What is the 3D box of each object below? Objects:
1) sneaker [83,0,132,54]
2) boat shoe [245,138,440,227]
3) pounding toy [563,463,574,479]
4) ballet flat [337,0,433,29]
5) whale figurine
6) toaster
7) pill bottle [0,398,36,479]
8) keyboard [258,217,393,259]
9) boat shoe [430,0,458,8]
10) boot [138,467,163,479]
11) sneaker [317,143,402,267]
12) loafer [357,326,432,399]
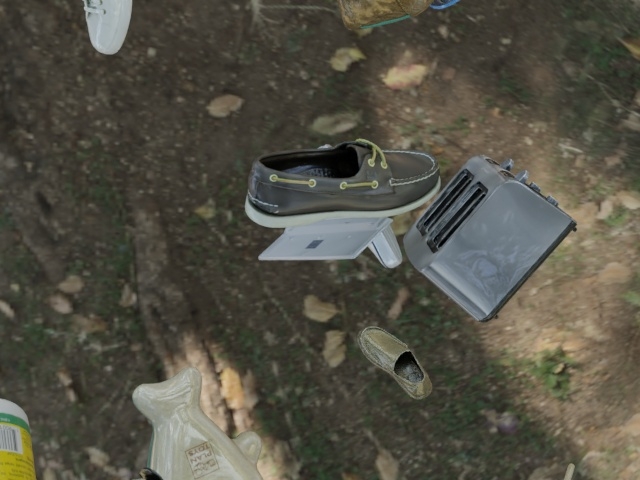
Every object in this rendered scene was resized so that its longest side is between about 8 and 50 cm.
[{"bbox_3d":[-0.395,-0.462,1.796,0.106,0.123,0.290,17,111,43],"label":"sneaker"},{"bbox_3d":[0.031,-0.069,1.128,0.081,0.228,0.068,-124,31,-44],"label":"boat shoe"},{"bbox_3d":[0.390,0.446,1.687,0.100,0.130,0.141,40,96,18],"label":"pounding toy"},{"bbox_3d":[-0.014,-0.329,0.913,0.124,0.116,0.342,-32,83,29],"label":"ballet flat"},{"bbox_3d":[-0.188,0.319,1.497,0.141,0.216,0.272,-14,96,63],"label":"whale figurine"},{"bbox_3d":[0.190,-0.003,1.241,0.110,0.168,0.185,38,100,-11],"label":"toaster"},{"bbox_3d":[-0.298,0.251,0.905,0.117,0.117,0.208,-33,57,26],"label":"pill bottle"},{"bbox_3d":[0.000,0.000,1.329,0.014,0.072,0.256,48,158,-19],"label":"keyboard"},{"bbox_3d":[0.216,-0.505,1.954,0.109,0.258,0.089,-24,119,10],"label":"boat shoe"},{"bbox_3d":[-0.119,0.243,0.602,0.077,0.198,0.137,-13,120,50],"label":"boot"},{"bbox_3d":[0.051,-0.049,1.925,0.091,0.094,0.258,-36,82,17],"label":"sneaker"},{"bbox_3d":[0.118,0.181,1.639,0.148,0.050,0.056,40,66,20],"label":"loafer"}]
